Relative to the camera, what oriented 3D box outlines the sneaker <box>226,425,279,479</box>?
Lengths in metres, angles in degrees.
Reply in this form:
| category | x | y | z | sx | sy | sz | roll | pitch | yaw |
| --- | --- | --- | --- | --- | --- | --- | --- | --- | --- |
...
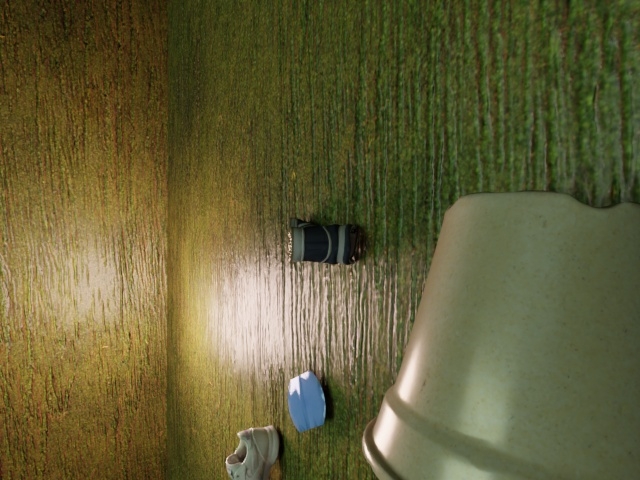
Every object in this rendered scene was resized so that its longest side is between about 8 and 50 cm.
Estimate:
| category | x | y | z | sx | sy | sz | roll | pitch | yaw |
| --- | --- | --- | --- | --- | --- | --- | --- | --- | --- |
| sneaker | -0.221 | 0.703 | 1.188 | 0.114 | 0.152 | 0.304 | -3 | 75 | 58 |

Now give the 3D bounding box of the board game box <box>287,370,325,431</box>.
| category | x | y | z | sx | sy | sz | roll | pitch | yaw |
| --- | --- | --- | --- | --- | --- | --- | --- | --- | --- |
| board game box | -0.027 | 0.418 | 1.051 | 0.169 | 0.033 | 0.133 | -41 | 53 | 42 |

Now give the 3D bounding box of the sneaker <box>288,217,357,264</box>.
| category | x | y | z | sx | sy | sz | roll | pitch | yaw |
| --- | --- | --- | --- | --- | --- | --- | --- | --- | --- |
| sneaker | 0.000 | 0.000 | 0.955 | 0.282 | 0.153 | 0.099 | -123 | 33 | -81 |

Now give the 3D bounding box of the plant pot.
| category | x | y | z | sx | sy | sz | roll | pitch | yaw |
| --- | --- | --- | --- | --- | --- | --- | --- | --- | --- |
| plant pot | 0.237 | 0.115 | 0.453 | 0.334 | 0.334 | 0.305 | 6 | 85 | 55 |
